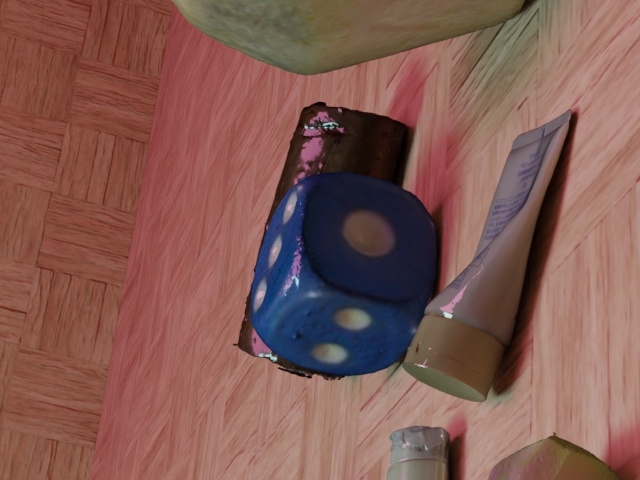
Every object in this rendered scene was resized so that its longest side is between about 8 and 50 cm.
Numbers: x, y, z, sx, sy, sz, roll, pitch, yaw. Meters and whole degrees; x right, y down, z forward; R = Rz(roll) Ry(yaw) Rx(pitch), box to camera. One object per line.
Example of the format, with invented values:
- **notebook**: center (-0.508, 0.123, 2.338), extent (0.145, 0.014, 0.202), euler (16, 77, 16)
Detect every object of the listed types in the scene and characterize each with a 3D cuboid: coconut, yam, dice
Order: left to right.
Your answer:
- **yam**: center (-0.001, 0.000, 1.667), extent (0.131, 0.131, 0.280), euler (177, 107, -76)
- **dice**: center (0.022, 0.033, 1.493), extent (0.146, 0.143, 0.146), euler (125, 157, -48)
- **coconut**: center (0.033, -0.348, 1.397), extent (0.344, 0.415, 0.415), euler (117, 165, -79)
- **coconut**: center (0.141, 0.164, 0.998), extent (0.082, 0.083, 0.081), euler (73, -142, -72)

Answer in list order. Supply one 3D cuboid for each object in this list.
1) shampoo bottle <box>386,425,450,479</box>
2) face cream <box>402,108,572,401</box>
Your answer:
- **shampoo bottle**: center (0.070, 0.249, 1.261), extent (0.072, 0.049, 0.212), euler (117, 163, -57)
- **face cream**: center (0.137, 0.009, 1.251), extent (0.224, 0.070, 0.114), euler (-66, 11, -14)
